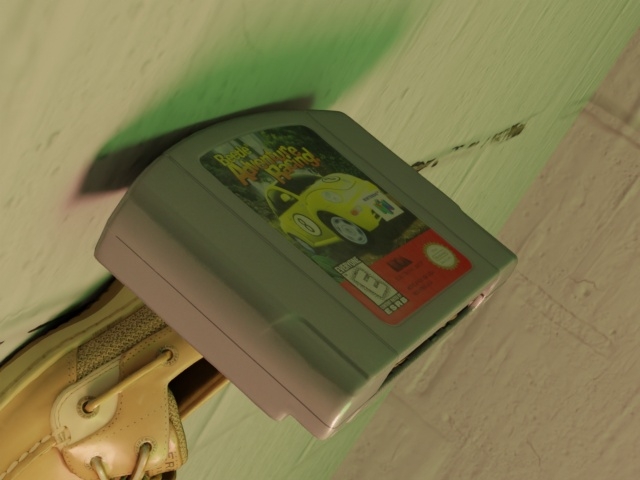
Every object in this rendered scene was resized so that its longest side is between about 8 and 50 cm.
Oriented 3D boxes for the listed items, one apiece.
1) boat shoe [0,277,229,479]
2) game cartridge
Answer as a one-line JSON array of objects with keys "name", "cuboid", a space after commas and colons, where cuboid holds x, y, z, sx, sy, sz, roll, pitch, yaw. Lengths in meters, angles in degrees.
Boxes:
[{"name": "boat shoe", "cuboid": [-0.136, 0.113, 0.774, 0.341, 0.110, 0.121, -46, 165, -23]}, {"name": "game cartridge", "cuboid": [0.000, 0.000, 0.750, 0.060, 0.196, 0.294, -60, 165, 27]}]
